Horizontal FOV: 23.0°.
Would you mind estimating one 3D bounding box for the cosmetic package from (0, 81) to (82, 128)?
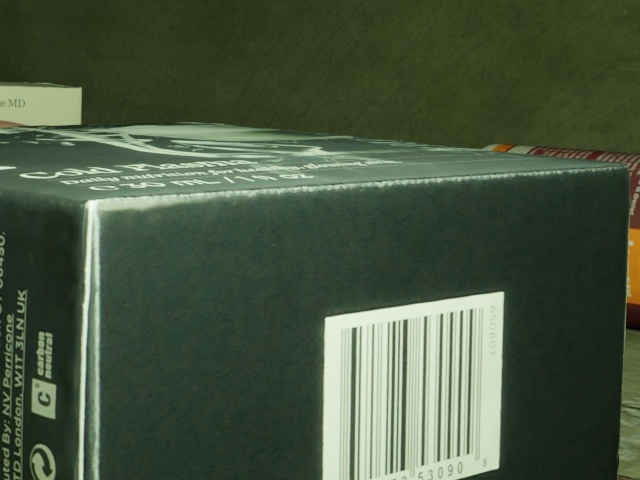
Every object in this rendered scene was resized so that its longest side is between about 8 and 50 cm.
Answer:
[{"bbox_3d":[-0.350,-0.026,1.717,0.153,0.296,0.129,-2,8,-27],"label":"cosmetic package"}]

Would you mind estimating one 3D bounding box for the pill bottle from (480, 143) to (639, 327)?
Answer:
[{"bbox_3d":[0.381,-0.002,2.015,0.392,0.224,0.224,7,9,33],"label":"pill bottle"}]

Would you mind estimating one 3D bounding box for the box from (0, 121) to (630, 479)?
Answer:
[{"bbox_3d":[-0.113,0.075,1.105,0.472,0.297,0.480,7,9,44],"label":"box"}]
